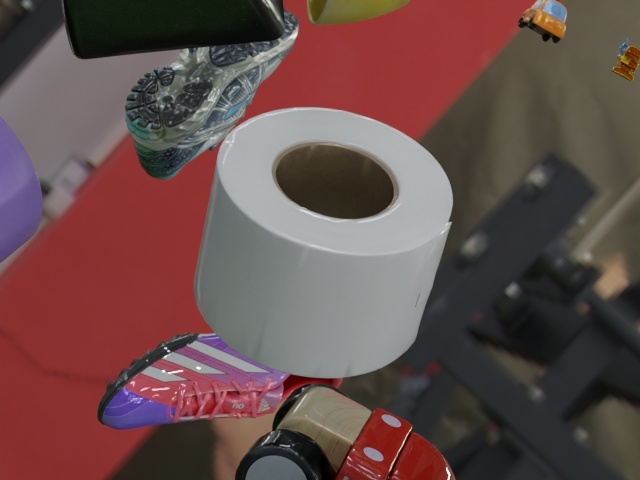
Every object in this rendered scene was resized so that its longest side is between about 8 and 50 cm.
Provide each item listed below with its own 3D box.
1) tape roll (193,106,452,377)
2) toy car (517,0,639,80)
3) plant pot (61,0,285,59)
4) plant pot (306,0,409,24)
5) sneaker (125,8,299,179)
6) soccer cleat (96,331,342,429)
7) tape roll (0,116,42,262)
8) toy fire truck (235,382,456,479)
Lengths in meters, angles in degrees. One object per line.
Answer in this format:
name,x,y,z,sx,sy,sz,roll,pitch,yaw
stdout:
tape roll,0.000,0.000,1.848,0.246,0.169,0.246,9,38,-7
toy car,0.247,-0.194,1.693,0.122,0.040,0.060,28,3,4
plant pot,-0.138,-0.272,1.490,0.167,0.188,0.187,62,23,-77
plant pot,0.048,-0.282,1.854,0.095,0.134,0.134,7,13,-12
sneaker,-0.130,-0.180,2.112,0.110,0.283,0.122,30,-37,23
soccer cleat,-0.114,0.168,2.128,0.318,0.109,0.116,-19,60,-37
tape roll,-0.362,-0.053,1.710,0.189,0.080,0.189,21,-47,24
toy fire truck,0.037,0.247,1.181,0.246,0.217,0.158,27,20,5
